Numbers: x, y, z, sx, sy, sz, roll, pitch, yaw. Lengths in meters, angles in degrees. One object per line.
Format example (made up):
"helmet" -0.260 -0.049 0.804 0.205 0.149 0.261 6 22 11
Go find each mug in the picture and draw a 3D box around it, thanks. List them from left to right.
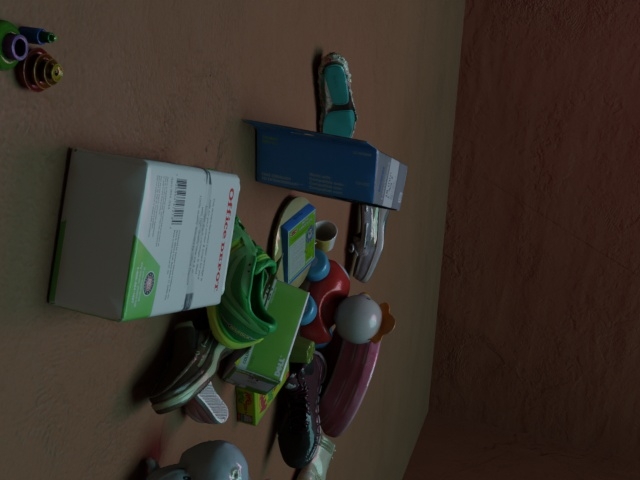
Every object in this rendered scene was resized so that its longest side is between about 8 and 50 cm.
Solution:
"mug" 0.001 -0.003 1.944 0.064 0.078 0.062 90 -14 -56

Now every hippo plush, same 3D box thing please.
"hippo plush" -0.210 0.436 1.357 0.294 0.234 0.236 -29 120 -14

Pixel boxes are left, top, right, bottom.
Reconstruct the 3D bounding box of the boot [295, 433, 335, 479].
"boot" -0.005 0.633 2.233 0.213 0.077 0.165 73 30 -50

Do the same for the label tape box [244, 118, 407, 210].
"label tape box" 0.012 -0.136 1.574 0.334 0.241 0.105 5 97 -72

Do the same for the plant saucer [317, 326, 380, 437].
"plant saucer" 0.054 0.324 2.066 0.332 0.084 0.332 -158 -90 -83

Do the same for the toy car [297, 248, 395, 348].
"toy car" 0.066 0.156 1.910 0.219 0.238 0.210 66 38 -62

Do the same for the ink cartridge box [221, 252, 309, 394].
"ink cartridge box" -0.087 0.160 1.497 0.255 0.097 0.188 130 -19 -63

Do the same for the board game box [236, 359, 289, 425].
"board game box" -0.119 0.296 1.731 0.181 0.043 0.092 -52 148 -56

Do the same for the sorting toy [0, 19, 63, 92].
"sorting toy" -0.304 -0.197 0.868 0.102 0.042 0.061 46 56 -69

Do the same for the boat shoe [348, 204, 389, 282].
"boat shoe" 0.126 -0.041 2.257 0.118 0.103 0.320 -88 -171 -73

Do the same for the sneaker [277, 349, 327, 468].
"sneaker" -0.064 0.371 1.885 0.162 0.107 0.281 52 40 -60

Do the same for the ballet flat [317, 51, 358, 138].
"ballet flat" 0.037 -0.311 1.827 0.077 0.091 0.240 -94 -177 -50

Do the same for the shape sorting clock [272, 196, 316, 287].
"shape sorting clock" -0.057 0.007 1.767 0.206 0.040 0.206 12 90 -69

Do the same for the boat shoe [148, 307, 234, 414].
"boat shoe" -0.213 0.178 1.328 0.095 0.095 0.257 59 27 -12

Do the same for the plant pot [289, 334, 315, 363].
"plant pot" -0.057 0.243 1.838 0.083 0.079 0.083 10 90 -72

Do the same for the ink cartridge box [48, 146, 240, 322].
"ink cartridge box" -0.224 -0.009 1.105 0.273 0.115 0.198 -1 101 -72

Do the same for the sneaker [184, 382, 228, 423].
"sneaker" -0.217 0.261 1.411 0.051 0.070 0.134 -45 113 -48

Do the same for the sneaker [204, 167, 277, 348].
"sneaker" -0.133 0.024 1.328 0.109 0.124 0.295 -14 90 -71
